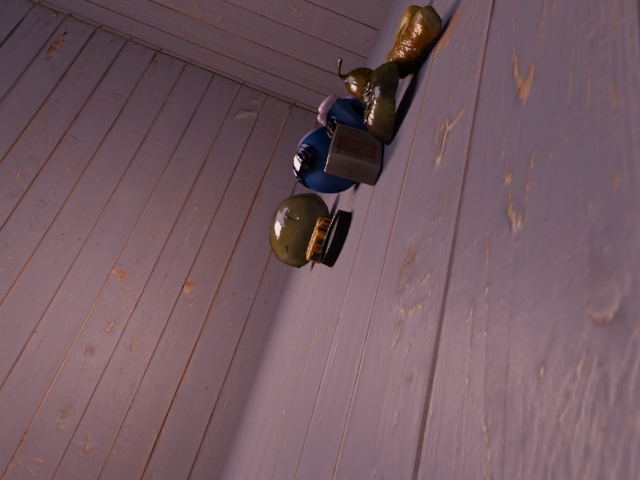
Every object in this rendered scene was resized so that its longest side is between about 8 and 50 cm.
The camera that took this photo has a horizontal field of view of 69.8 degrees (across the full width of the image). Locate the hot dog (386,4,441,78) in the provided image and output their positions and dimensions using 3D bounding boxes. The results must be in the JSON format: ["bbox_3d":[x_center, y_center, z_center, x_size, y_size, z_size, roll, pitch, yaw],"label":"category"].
[{"bbox_3d":[0.218,-0.471,1.120,0.061,0.088,0.286,-34,-3,-8],"label":"hot dog"}]

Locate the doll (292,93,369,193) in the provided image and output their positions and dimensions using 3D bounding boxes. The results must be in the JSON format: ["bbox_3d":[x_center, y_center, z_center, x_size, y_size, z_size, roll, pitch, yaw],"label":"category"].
[{"bbox_3d":[0.046,-0.297,1.500,0.284,0.240,0.310,-8,-36,-50],"label":"doll"}]

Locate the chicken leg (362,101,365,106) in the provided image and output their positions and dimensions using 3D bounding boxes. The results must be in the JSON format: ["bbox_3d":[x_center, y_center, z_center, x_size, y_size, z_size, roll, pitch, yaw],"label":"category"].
[{"bbox_3d":[0.186,-0.555,1.966,0.145,0.037,0.062,-174,69,-86],"label":"chicken leg"}]

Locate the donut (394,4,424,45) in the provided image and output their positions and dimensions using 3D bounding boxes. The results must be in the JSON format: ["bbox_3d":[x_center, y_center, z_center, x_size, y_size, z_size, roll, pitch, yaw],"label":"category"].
[{"bbox_3d":[0.271,-0.639,1.388,0.152,0.058,0.152,-162,90,-83],"label":"donut"}]

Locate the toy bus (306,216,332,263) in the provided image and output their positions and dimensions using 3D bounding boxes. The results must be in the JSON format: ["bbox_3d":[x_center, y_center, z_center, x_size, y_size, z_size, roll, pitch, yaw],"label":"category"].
[{"bbox_3d":[0.000,0.000,1.681,0.074,0.069,0.162,-86,15,-69],"label":"toy bus"}]

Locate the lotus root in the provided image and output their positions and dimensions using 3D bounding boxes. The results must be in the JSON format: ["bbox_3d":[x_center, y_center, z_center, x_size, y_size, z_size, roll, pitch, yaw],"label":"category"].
[{"bbox_3d":[0.148,-0.351,1.175,0.183,0.078,0.203,-88,1,-55],"label":"lotus root"}]

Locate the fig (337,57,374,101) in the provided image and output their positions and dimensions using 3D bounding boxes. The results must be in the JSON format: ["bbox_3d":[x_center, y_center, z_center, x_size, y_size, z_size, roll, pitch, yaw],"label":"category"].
[{"bbox_3d":[0.159,-0.662,1.931,0.148,0.186,0.142,104,166,-59],"label":"fig"}]

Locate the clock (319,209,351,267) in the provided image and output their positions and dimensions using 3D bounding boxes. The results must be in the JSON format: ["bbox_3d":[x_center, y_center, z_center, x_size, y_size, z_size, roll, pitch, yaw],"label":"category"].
[{"bbox_3d":[0.044,-0.008,1.418,0.184,0.040,0.184,-160,90,-84],"label":"clock"}]

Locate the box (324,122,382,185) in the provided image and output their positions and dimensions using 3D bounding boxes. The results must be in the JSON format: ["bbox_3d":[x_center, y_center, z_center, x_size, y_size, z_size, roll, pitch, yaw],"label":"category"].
[{"bbox_3d":[0.093,-0.234,1.229,0.201,0.141,0.058,-75,2,-52],"label":"box"}]

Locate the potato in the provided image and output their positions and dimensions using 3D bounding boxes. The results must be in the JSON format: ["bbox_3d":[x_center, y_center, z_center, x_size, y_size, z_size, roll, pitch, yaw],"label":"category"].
[{"bbox_3d":[-0.100,-0.052,1.982,0.326,0.243,0.221,-63,-17,16],"label":"potato"}]
